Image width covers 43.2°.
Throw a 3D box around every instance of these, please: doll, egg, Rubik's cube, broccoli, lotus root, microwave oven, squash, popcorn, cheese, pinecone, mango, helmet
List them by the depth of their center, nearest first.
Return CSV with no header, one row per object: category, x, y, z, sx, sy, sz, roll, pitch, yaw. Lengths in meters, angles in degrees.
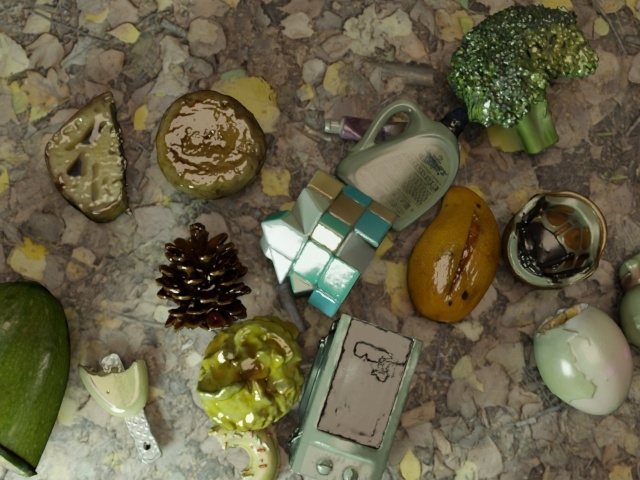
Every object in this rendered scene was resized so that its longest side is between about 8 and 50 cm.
squash,-0.586,0.235,1.511,0.310,0.310,0.309,27,62,1
microwave oven,0.055,0.306,1.533,0.181,0.237,0.295,18,81,0
popcorn,-0.131,0.248,1.534,0.181,0.217,0.235,36,88,34
pinecone,-0.236,0.072,1.591,0.185,0.168,0.213,-16,94,-21
Rubik's cube,0.000,0.000,1.594,0.212,0.224,0.265,32,124,4
cheese,-0.378,0.329,1.594,0.127,0.050,0.235,-23,81,-9
egg,0.530,0.243,1.606,0.183,0.183,0.217,-33,90,-9
broccoli,0.430,-0.340,1.641,0.302,0.249,0.375,45,40,-5
doll,0.662,0.130,1.646,0.155,0.113,0.275,45,50,-36
mango,0.279,0.028,1.656,0.177,0.120,0.295,22,79,-2
lotus root,-0.478,-0.163,1.665,0.170,0.074,0.261,-16,81,-4
helmet,0.468,0.007,1.669,0.224,0.130,0.198,-34,88,-19

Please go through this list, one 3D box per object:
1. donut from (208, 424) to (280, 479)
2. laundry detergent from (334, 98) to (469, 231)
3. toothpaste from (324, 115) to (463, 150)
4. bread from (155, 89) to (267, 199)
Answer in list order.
donut,-0.137,0.415,1.587,0.108,0.065,0.166,-30,84,-9
laundry detergent,0.187,-0.177,1.668,0.215,0.105,0.280,42,92,-5
toothpaste,0.157,-0.225,1.732,0.300,0.048,0.075,8,75,-5
bread,-0.227,-0.190,1.661,0.229,0.123,0.230,1,84,-7
